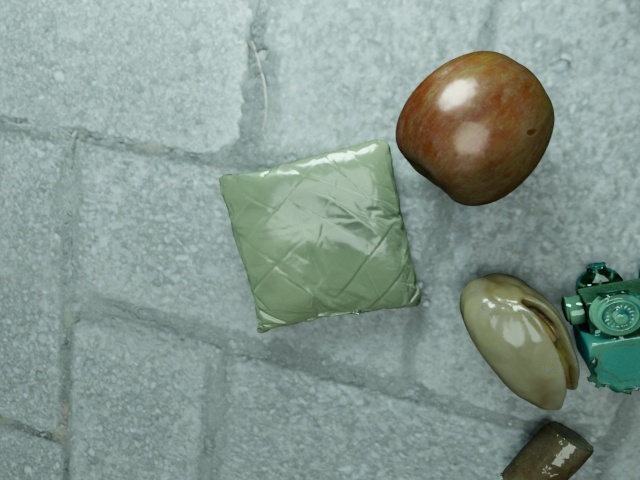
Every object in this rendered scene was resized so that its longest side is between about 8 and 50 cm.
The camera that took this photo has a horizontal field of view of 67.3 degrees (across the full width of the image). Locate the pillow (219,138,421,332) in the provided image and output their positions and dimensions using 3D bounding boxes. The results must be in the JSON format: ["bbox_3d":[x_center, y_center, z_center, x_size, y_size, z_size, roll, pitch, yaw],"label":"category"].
[{"bbox_3d":[-0.002,-0.001,0.777,0.281,0.076,0.274,-12,102,11],"label":"pillow"}]

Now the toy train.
[{"bbox_3d":[0.454,0.114,0.669,0.204,0.112,0.162,-13,106,19],"label":"toy train"}]

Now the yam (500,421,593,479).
[{"bbox_3d":[0.357,0.352,0.763,0.084,0.084,0.127,31,104,6],"label":"yam"}]

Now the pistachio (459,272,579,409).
[{"bbox_3d":[0.294,0.145,0.709,0.223,0.126,0.152,53,152,0],"label":"pistachio"}]

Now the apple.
[{"bbox_3d":[0.201,-0.146,0.633,0.174,0.188,0.188,-45,89,9],"label":"apple"}]
